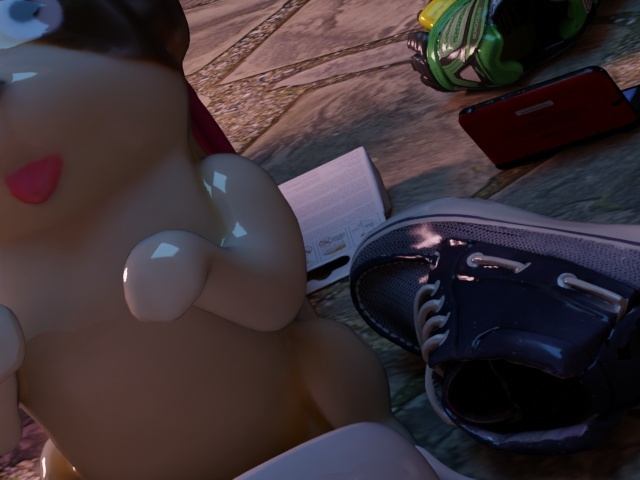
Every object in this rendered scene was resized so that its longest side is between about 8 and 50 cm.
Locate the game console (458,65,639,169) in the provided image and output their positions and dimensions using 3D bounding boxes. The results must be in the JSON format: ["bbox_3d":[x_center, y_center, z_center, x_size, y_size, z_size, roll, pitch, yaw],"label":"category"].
[{"bbox_3d":[0.213,-0.126,1.562,0.144,0.124,0.085,-18,49,29],"label":"game console"}]

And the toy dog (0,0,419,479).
[{"bbox_3d":[-0.122,0.009,1.186,0.285,0.408,0.395,-21,21,18],"label":"toy dog"}]

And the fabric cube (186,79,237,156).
[{"bbox_3d":[-0.215,-0.046,1.503,0.259,0.254,0.258,-35,52,3],"label":"fabric cube"}]

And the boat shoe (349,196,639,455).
[{"bbox_3d":[0.102,0.057,1.176,0.158,0.127,0.340,-33,19,-35],"label":"boat shoe"}]

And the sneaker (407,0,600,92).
[{"bbox_3d":[0.258,-0.265,1.812,0.343,0.134,0.146,-45,30,-17],"label":"sneaker"}]

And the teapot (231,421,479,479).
[{"bbox_3d":[-0.012,0.220,0.869,0.256,0.187,0.252,-38,-13,25],"label":"teapot"}]

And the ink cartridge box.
[{"bbox_3d":[0.000,0.000,1.623,0.145,0.045,0.179,-25,38,8],"label":"ink cartridge box"}]
